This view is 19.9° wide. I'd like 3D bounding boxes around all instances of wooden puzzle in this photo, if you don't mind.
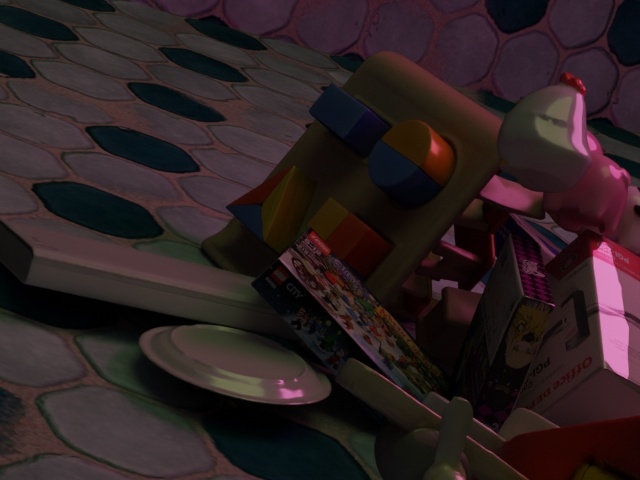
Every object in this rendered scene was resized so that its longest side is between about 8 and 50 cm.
[{"bbox_3d":[0.032,-0.064,2.135,0.080,0.348,0.322,45,-2,-37],"label":"wooden puzzle"}]

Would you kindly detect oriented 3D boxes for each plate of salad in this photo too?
[{"bbox_3d":[-0.087,0.132,1.829,0.200,0.048,0.200,15,14,-4],"label":"plate of salad"}]

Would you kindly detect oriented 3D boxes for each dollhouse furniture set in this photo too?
[{"bbox_3d":[0.186,0.032,2.187,0.135,0.262,0.259,16,50,-20],"label":"dollhouse furniture set"}]

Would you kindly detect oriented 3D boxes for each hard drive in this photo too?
[{"bbox_3d":[-0.187,0.043,1.963,0.307,0.040,0.203,14,5,-23],"label":"hard drive"}]

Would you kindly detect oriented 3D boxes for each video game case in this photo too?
[{"bbox_3d":[0.183,0.120,1.905,0.042,0.210,0.232,20,15,-3],"label":"video game case"}]

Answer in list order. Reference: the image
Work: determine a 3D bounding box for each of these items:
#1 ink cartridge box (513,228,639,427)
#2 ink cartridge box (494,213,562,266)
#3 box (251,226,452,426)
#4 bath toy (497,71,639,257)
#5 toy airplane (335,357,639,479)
[{"bbox_3d":[0.277,0.121,1.962,0.092,0.158,0.218,28,38,-24],"label":"ink cartridge box"},{"bbox_3d":[0.321,0.062,2.338,0.333,0.065,0.165,38,9,-23],"label":"ink cartridge box"},{"bbox_3d":[0.037,0.098,1.926,0.233,0.044,0.159,47,18,-2],"label":"box"},{"bbox_3d":[0.294,-0.072,2.019,0.151,0.129,0.348,10,-17,34],"label":"bath toy"},{"bbox_3d":[0.205,0.245,1.511,0.386,0.272,0.384,17,-25,18],"label":"toy airplane"}]
